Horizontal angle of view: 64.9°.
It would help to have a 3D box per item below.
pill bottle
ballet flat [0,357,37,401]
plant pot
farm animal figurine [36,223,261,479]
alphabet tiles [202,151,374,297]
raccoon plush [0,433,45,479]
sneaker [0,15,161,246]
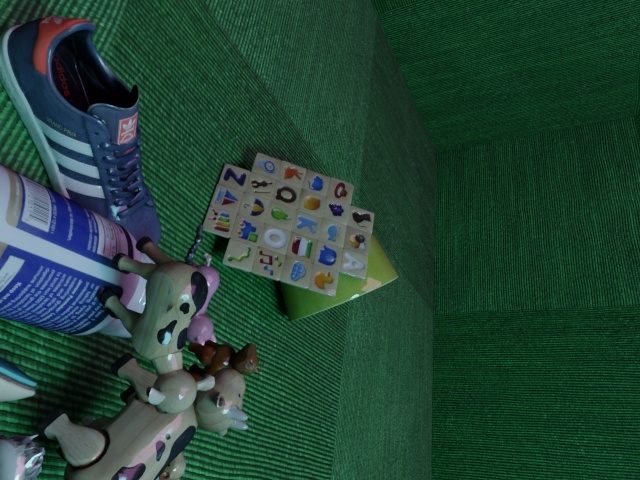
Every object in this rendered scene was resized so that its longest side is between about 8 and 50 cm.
[{"bbox_3d":[-0.316,0.028,0.600,0.265,0.153,0.153,40,49,-54],"label":"pill bottle"},{"bbox_3d":[-0.405,0.113,0.502,0.248,0.086,0.086,59,35,-38],"label":"ballet flat"},{"bbox_3d":[0.000,0.000,1.175,0.275,0.275,0.293,-15,82,-64],"label":"plant pot"},{"bbox_3d":[-0.184,0.193,0.614,0.326,0.172,0.330,-51,153,-22],"label":"farm animal figurine"},{"bbox_3d":[-0.055,-0.040,1.040,0.011,0.343,0.285,123,-19,-55],"label":"alphabet tiles"},{"bbox_3d":[-0.367,0.390,0.467,0.299,0.216,0.446,-84,-175,-54],"label":"raccoon plush"},{"bbox_3d":[-0.293,-0.128,0.693,0.350,0.148,0.131,68,29,-28],"label":"sneaker"}]
